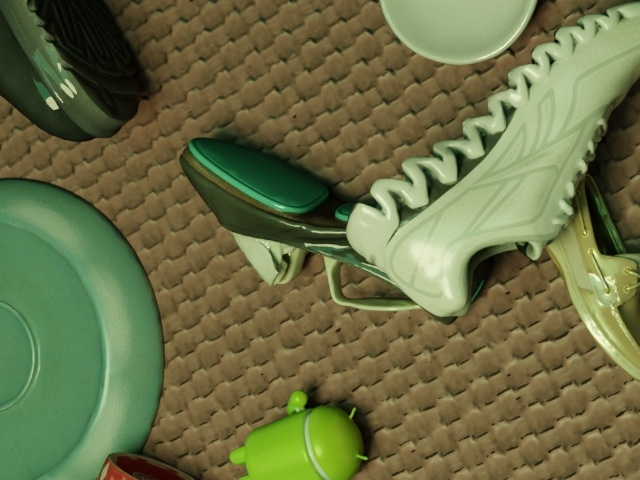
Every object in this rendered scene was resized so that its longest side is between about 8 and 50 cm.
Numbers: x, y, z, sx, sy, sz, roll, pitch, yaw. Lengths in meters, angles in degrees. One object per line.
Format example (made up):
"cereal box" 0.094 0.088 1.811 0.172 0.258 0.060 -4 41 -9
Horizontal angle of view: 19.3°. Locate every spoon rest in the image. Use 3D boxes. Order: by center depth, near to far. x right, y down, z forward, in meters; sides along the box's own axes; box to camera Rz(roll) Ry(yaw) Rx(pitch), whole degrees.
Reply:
"spoon rest" 0.117 -0.275 1.466 0.137 0.084 0.276 10 94 25

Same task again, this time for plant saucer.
"plant saucer" -0.287 0.102 1.683 0.318 0.044 0.317 1 91 25

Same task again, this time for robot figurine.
"robot figurine" -0.015 0.175 1.540 0.115 0.067 0.101 -22 69 23

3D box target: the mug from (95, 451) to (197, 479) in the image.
"mug" -0.185 0.267 1.596 0.150 0.113 0.169 23 97 11

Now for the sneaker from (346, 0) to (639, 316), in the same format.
"sneaker" 0.161 -0.060 1.410 0.292 0.110 0.118 -42 72 1

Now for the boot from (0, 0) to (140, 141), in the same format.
"boot" -0.406 -0.121 1.675 0.445 0.146 0.367 -38 65 17

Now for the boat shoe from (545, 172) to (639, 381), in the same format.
"boat shoe" 0.221 0.025 1.430 0.059 0.063 0.170 -36 75 27

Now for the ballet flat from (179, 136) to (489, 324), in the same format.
"ballet flat" 0.000 0.000 1.521 0.280 0.095 0.096 20 110 24
